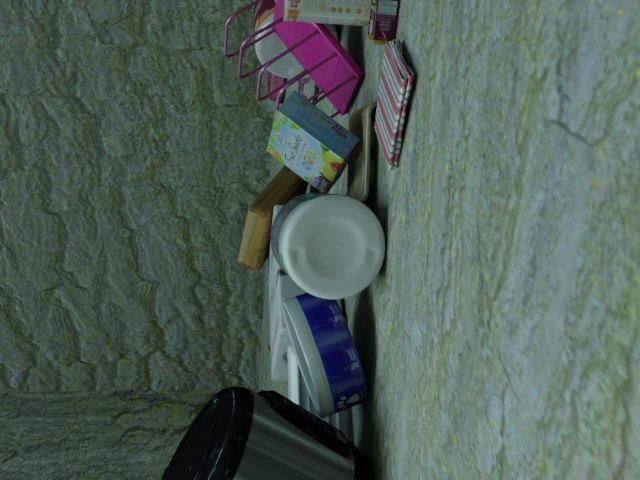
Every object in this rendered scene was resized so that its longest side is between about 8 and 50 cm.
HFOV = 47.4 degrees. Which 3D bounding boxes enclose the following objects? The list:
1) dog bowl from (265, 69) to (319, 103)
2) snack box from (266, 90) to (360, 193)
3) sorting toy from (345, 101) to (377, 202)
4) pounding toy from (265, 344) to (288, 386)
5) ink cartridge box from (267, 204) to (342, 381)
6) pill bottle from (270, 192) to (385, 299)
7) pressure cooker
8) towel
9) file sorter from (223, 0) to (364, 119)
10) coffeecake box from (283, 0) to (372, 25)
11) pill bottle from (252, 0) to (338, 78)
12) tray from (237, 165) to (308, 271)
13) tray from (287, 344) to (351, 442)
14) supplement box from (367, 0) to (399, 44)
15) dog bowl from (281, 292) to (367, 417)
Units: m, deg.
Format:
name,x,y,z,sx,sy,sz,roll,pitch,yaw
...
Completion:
name,x,y,z,sx,sy,sz,roll,pitch,yaw
dog bowl,-0.093,-0.628,2.369,0.408,0.151,0.407,180,90,-81
snack box,-0.022,-0.205,1.575,0.070,0.174,0.207,-52,-2,-21
sorting toy,0.088,-0.183,1.566,0.193,0.038,0.208,-154,69,-80
pounding toy,-0.094,0.367,2.259,0.154,0.155,0.269,-95,10,-58
ink cartridge box,-0.050,0.144,1.968,0.285,0.166,0.394,101,167,-51
pill bottle,0.000,0.000,1.549,0.361,0.204,0.204,-155,66,-79
pressure cooker,-0.091,0.537,1.487,0.375,0.420,0.369,-50,17,32
towel,0.132,-0.243,1.312,0.144,0.029,0.197,-99,11,-48
file sorter,-0.074,-0.405,1.698,0.290,0.182,0.202,52,164,7
coffeecake box,0.015,-0.541,1.555,0.068,0.186,0.142,-167,78,-81
pill bottle,-0.079,-0.656,2.031,0.224,0.224,0.392,102,165,-50
tray,-0.129,-0.095,2.228,0.411,0.076,0.202,-60,-12,-57
tray,-0.004,0.373,1.721,0.030,0.145,0.270,83,-176,-70
supplement box,0.117,-0.412,1.360,0.055,0.043,0.083,-104,18,-64
dog bowl,0.006,0.239,1.571,0.265,0.104,0.264,162,90,-82
